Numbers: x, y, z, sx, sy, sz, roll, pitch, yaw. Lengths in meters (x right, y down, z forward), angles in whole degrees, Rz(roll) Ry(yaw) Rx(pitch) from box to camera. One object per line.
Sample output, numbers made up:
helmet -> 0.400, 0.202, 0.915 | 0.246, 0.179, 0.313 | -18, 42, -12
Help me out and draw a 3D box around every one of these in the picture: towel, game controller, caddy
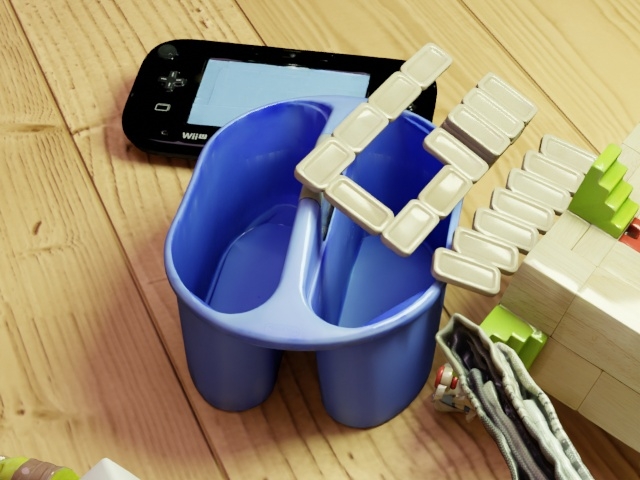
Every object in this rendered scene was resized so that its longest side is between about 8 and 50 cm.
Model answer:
towel -> 0.205, 0.224, 0.957 | 0.056, 0.324, 0.312 | -33, 42, 7
game controller -> -0.042, -0.138, 1.573 | 0.319, 0.067, 0.166 | 6, 40, 9
caddy -> 0.000, 0.000, 1.320 | 0.241, 0.179, 0.341 | 5, 40, 8

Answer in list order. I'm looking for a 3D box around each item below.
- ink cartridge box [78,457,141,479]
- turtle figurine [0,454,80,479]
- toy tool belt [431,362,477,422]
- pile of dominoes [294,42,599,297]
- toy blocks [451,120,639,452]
ink cartridge box -> -0.136, 0.284, 0.971 | 0.172, 0.100, 0.237 | -42, 41, 2
turtle figurine -> -0.301, 0.173, 1.184 | 0.217, 0.087, 0.269 | 19, 43, 22
toy tool belt -> 0.123, 0.123, 1.253 | 0.051, 0.083, 0.052 | 16, 80, 10
pile of dominoes -> 0.112, -0.054, 1.302 | 0.196, 0.040, 0.251 | 39, 49, 7
toy blocks -> 0.310, 0.058, 1.255 | 0.261, 0.190, 0.381 | 33, 38, 11
